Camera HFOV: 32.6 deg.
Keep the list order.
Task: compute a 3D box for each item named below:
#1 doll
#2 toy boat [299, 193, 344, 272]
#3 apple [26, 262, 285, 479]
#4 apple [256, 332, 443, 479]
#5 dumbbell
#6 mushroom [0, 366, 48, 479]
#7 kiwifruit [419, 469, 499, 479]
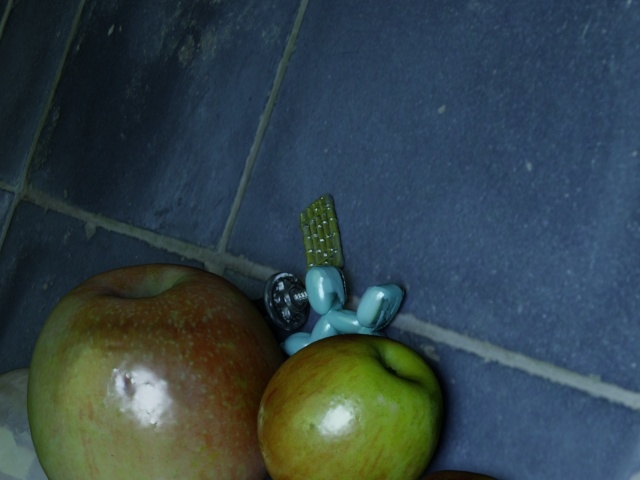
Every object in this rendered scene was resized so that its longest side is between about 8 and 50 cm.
[{"bbox_3d":[0.019,0.112,1.318,0.159,0.059,0.158,8,96,32],"label":"doll"},{"bbox_3d":[0.000,0.000,1.441,0.063,0.016,0.115,-37,49,36],"label":"toy boat"},{"bbox_3d":[-0.193,0.173,1.292,0.319,0.319,0.277,15,126,52],"label":"apple"},{"bbox_3d":[0.037,0.190,1.168,0.196,0.196,0.195,-24,57,43],"label":"apple"},{"bbox_3d":[-0.085,0.092,1.444,0.255,0.110,0.110,-17,62,38],"label":"dumbbell"},{"bbox_3d":[-0.388,0.357,1.584,0.362,0.295,0.362,2,93,29],"label":"mushroom"},{"bbox_3d":[0.143,0.271,1.104,0.124,0.075,0.075,-9,68,46],"label":"kiwifruit"}]
